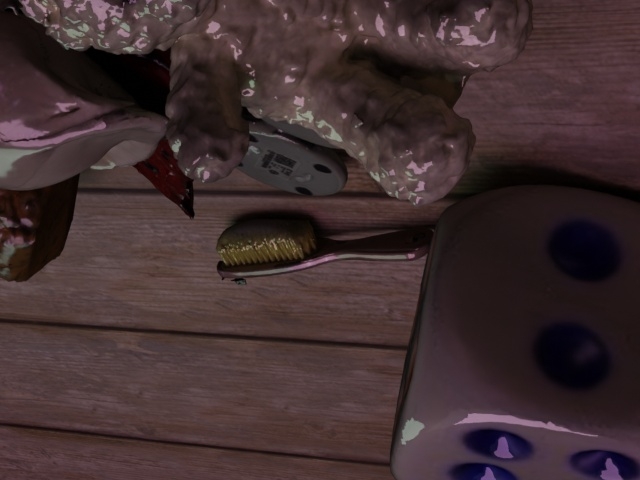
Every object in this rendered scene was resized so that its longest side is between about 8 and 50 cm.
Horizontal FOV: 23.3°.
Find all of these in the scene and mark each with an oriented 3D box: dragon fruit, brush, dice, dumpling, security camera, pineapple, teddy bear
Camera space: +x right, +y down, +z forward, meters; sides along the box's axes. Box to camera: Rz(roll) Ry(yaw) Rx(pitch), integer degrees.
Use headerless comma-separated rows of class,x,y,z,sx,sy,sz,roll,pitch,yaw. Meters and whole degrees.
dragon fruit,-0.207,-0.186,1.641,0.282,0.100,0.343,37,161,3
brush,-0.001,0.000,1.864,0.312,0.072,0.067,-5,127,33
dice,0.248,0.133,1.668,0.304,0.304,0.277,12,146,2
dumpling,-0.303,-0.132,1.576,0.341,0.181,0.260,-14,164,18
security camera,-0.021,-0.132,1.667,0.157,0.080,0.301,22,158,-6
pineapple,-0.462,-0.094,1.867,0.362,0.202,0.202,23,149,9
teddy bear,-0.074,-0.216,1.338,0.375,0.327,0.362,26,-178,37
